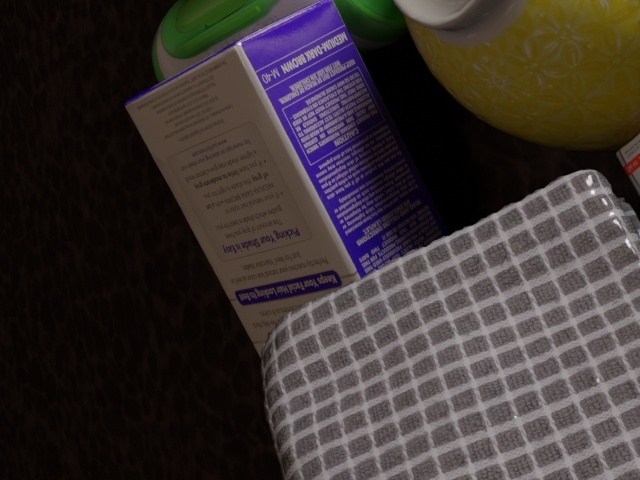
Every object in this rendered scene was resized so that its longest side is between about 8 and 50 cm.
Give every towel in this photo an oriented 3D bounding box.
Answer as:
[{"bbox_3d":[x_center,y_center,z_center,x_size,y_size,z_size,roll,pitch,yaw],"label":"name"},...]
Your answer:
[{"bbox_3d":[0.106,0.105,0.731,0.284,0.121,0.235,-27,42,12],"label":"towel"}]

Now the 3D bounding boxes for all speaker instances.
[{"bbox_3d":[-0.033,-0.194,1.031,0.297,0.131,0.131,-15,85,54],"label":"speaker"}]

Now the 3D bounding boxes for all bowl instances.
[{"bbox_3d":[0.133,-0.196,0.779,0.289,0.156,0.289,15,109,52],"label":"bowl"}]

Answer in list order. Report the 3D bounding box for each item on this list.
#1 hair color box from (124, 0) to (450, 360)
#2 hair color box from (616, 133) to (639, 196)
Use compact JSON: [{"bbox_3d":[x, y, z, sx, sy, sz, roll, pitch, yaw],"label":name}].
[{"bbox_3d":[0.000,0.000,0.950,0.185,0.110,0.338,-14,105,54],"label":"hair color box"},{"bbox_3d":[0.262,-0.011,0.723,0.093,0.053,0.167,-48,60,46],"label":"hair color box"}]
